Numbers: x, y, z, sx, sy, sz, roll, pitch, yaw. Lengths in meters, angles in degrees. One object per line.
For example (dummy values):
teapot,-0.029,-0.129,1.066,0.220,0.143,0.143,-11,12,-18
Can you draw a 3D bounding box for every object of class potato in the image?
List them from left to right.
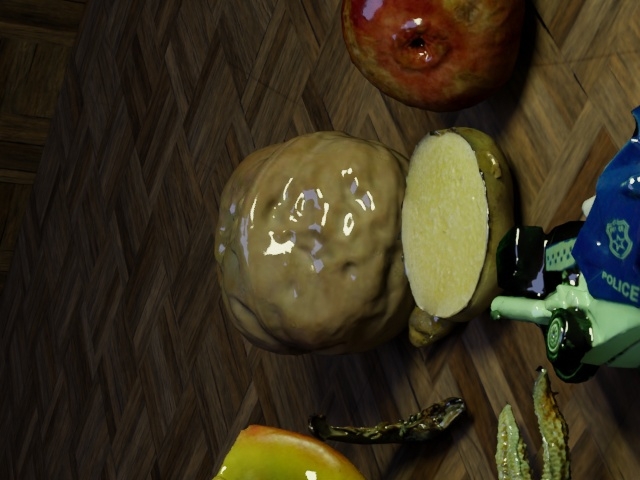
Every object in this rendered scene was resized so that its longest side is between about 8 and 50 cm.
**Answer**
potato,0.121,0.086,1.703,0.046,0.045,0.092,54,151,4
potato,0.153,-0.016,1.613,0.164,0.081,0.200,-7,81,58

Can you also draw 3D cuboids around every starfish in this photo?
starfish,0.182,0.303,1.436,0.358,0.078,0.347,95,-179,-62

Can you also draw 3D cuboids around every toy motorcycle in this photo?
toy motorcycle,0.250,0.006,1.259,0.331,0.125,0.196,136,140,-69

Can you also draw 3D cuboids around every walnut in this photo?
walnut,-0.001,0.000,1.782,0.273,0.227,0.273,-168,90,-70

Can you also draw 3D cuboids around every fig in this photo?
fig,0.126,-0.234,1.618,0.205,0.205,0.205,-174,90,-67

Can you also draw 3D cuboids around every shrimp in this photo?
shrimp,0.064,0.195,1.679,0.195,0.148,0.035,145,130,-58

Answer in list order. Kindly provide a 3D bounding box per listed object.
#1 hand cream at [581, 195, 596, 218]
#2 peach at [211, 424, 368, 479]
hand cream,0.298,-0.055,1.341,0.216,0.038,0.052,-25,86,57
peach,-0.027,0.398,1.700,0.242,0.306,0.380,-42,-23,-52
